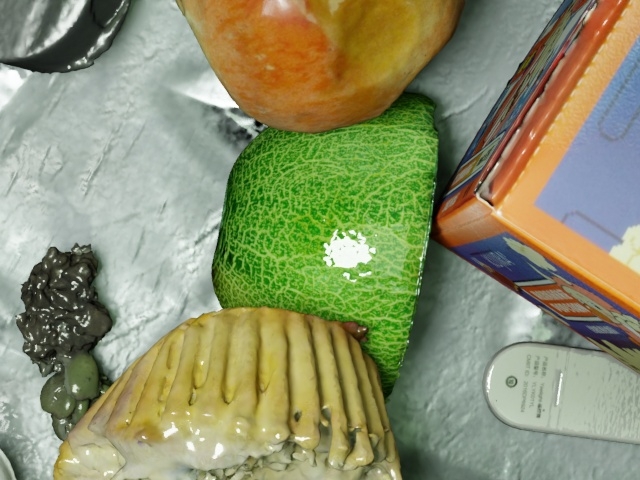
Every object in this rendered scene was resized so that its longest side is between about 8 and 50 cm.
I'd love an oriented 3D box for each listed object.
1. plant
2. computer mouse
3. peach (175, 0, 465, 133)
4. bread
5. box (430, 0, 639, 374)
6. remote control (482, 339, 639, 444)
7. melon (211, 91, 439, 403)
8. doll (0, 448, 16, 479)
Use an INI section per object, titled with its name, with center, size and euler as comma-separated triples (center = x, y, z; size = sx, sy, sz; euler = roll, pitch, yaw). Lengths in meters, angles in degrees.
[plant]
center = -0.202, 0.089, 1.536
size = 0.085, 0.087, 0.174
euler = -6, 96, 30
[computer mouse]
center = -0.281, -0.243, 1.521
size = 0.295, 0.087, 0.168
euler = 26, 96, 8
[peach]
center = 0.008, -0.201, 1.485
size = 0.235, 0.214, 0.214
euler = -28, 93, -7
[bread]
center = -0.071, 0.160, 1.474
size = 0.274, 0.274, 0.149
euler = 2, 58, -5
[box]
center = 0.275, -0.080, 1.430
size = 0.257, 0.349, 0.318
euler = 34, 87, -2
[remote control]
center = 0.258, 0.133, 1.603
size = 0.245, 0.022, 0.077
euler = 7, 88, -4
[melon]
center = 0.000, 0.000, 1.527
size = 0.169, 0.129, 0.265
euler = 8, 91, -2
[doll]
center = -0.261, 0.316, 1.518
size = 0.237, 0.111, 0.252
euler = 37, 97, -3
